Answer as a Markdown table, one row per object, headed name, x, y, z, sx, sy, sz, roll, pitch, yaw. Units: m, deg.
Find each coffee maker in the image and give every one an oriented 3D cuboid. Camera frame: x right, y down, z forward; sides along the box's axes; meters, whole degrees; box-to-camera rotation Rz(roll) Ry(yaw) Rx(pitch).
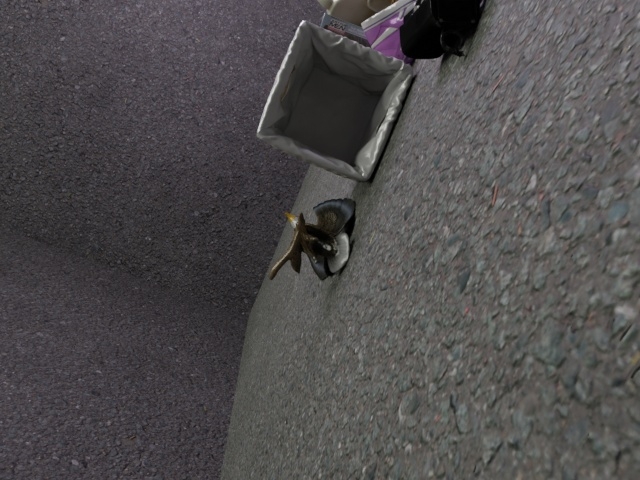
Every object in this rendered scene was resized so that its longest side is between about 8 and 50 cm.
| name | x | y | z | sx | sy | sz | roll | pitch | yaw |
| --- | --- | --- | --- | --- | --- | --- | --- | --- | --- |
| coffee maker | 0.230 | -0.434 | 1.018 | 0.178 | 0.120 | 0.171 | 167 | 124 | -81 |

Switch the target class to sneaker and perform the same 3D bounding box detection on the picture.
| name | x | y | z | sx | sy | sz | roll | pitch | yaw |
| --- | --- | --- | --- | --- | --- | --- | --- | --- | --- |
| sneaker | 0.254 | -0.576 | 1.361 | 0.102 | 0.161 | 0.282 | -35 | 15 | -38 |

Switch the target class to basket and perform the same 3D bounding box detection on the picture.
| name | x | y | z | sx | sy | sz | roll | pitch | yaw |
| --- | --- | --- | --- | --- | --- | --- | --- | --- | --- |
| basket | 0.037 | -0.366 | 1.419 | 0.266 | 0.331 | 0.328 | -100 | 32 | -85 |

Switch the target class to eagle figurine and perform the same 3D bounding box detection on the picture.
| name | x | y | z | sx | sy | sz | roll | pitch | yaw |
| --- | --- | --- | --- | --- | --- | --- | --- | --- | --- |
| eagle figurine | -0.006 | -0.009 | 1.393 | 0.226 | 0.225 | 0.298 | -22 | -7 | 21 |

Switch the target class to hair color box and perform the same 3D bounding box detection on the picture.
| name | x | y | z | sx | sy | sz | roll | pitch | yaw |
| --- | --- | --- | --- | --- | --- | --- | --- | --- | --- |
| hair color box | 0.092 | -0.629 | 1.651 | 0.374 | 0.185 | 0.114 | -75 | 5 | -74 |

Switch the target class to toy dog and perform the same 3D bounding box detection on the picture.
| name | x | y | z | sx | sy | sz | roll | pitch | yaw |
| --- | --- | --- | --- | --- | --- | --- | --- | --- | --- |
| toy dog | 0.169 | -0.961 | 1.866 | 0.284 | 0.395 | 0.408 | 109 | 171 | -70 |

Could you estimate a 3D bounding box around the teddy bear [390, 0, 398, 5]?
| name | x | y | z | sx | sy | sz | roll | pitch | yaw |
| --- | --- | --- | --- | --- | --- | --- | --- | --- | --- |
| teddy bear | 0.250 | -0.641 | 1.528 | 0.245 | 0.113 | 0.338 | -99 | 23 | -84 |
